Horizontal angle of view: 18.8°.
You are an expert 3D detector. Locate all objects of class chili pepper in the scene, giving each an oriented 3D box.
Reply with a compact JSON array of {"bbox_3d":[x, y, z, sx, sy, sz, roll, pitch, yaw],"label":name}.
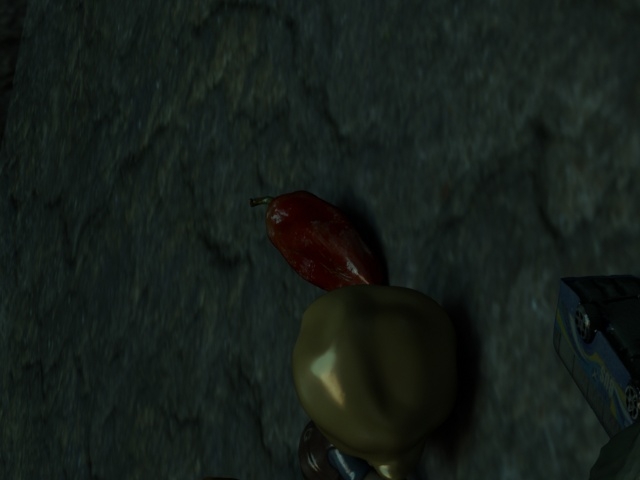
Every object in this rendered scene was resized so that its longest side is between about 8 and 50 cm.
[{"bbox_3d":[0.001,-0.001,1.421,0.191,0.050,0.059,39,118,53],"label":"chili pepper"}]

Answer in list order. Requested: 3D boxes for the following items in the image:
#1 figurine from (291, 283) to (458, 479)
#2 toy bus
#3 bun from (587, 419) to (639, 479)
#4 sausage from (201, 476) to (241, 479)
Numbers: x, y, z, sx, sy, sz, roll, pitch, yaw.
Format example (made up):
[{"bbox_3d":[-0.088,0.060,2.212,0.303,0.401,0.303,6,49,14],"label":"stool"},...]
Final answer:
[{"bbox_3d":[0.031,0.115,1.254,0.196,0.108,0.114,97,-168,-48],"label":"figurine"},{"bbox_3d":[0.161,0.070,0.954,0.153,0.051,0.061,-115,24,-55],"label":"toy bus"},{"bbox_3d":[0.191,0.150,0.603,0.362,0.211,0.362,-171,90,-71],"label":"bun"},{"bbox_3d":[-0.028,0.300,1.311,0.134,0.116,0.354,-60,30,18],"label":"sausage"}]
